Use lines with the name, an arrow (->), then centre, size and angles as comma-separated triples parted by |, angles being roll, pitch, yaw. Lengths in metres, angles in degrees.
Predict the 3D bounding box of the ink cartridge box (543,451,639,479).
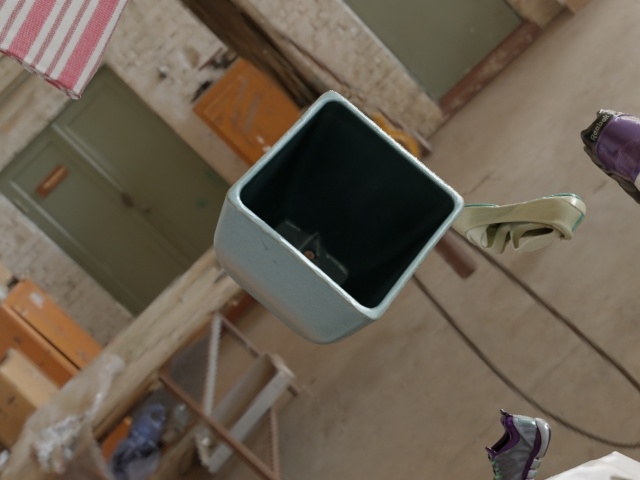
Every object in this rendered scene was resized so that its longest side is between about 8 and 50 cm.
ink cartridge box -> 0.378, 0.422, 1.339 | 0.168, 0.232, 0.171 | -14, 14, -24

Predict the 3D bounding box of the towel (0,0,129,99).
towel -> -0.280, -0.241, 0.981 | 0.029, 0.197, 0.144 | -3, 59, 58

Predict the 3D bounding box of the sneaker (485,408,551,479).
sneaker -> 0.315, 0.402, 1.798 | 0.083, 0.098, 0.223 | 176, 112, -85

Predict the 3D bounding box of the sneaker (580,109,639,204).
sneaker -> 0.417, -0.120, 1.393 | 0.107, 0.124, 0.283 | -56, -20, 6

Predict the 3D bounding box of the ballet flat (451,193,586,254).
ballet flat -> 0.286, -0.018, 1.593 | 0.248, 0.086, 0.086 | -9, 35, 47

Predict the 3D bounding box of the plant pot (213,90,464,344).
plant pot -> 0.000, 0.000, 1.460 | 0.248, 0.247, 0.252 | -49, -2, -33
